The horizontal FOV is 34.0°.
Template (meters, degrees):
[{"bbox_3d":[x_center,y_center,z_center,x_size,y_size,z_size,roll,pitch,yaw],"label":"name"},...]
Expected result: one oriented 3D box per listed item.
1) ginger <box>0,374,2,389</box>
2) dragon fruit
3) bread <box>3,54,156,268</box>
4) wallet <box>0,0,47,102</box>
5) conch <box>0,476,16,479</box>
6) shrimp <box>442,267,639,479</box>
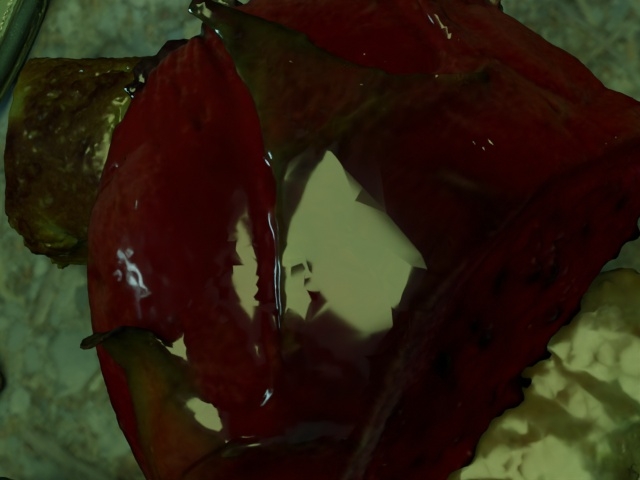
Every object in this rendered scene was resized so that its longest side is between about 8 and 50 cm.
[{"bbox_3d":[-0.351,0.055,0.719,0.288,0.075,0.089,18,129,17],"label":"ginger"},{"bbox_3d":[0.000,0.000,0.527,0.282,0.100,0.344,37,89,7],"label":"dragon fruit"},{"bbox_3d":[-0.100,-0.050,0.640,0.172,0.103,0.132,0,82,17],"label":"bread"},{"bbox_3d":[-0.280,-0.155,0.745,0.155,0.039,0.110,22,85,18],"label":"wallet"},{"bbox_3d":[-0.171,0.221,0.617,0.188,0.122,0.176,-23,100,16],"label":"conch"},{"bbox_3d":[0.217,0.224,0.526,0.272,0.085,0.445,-18,73,8],"label":"shrimp"}]
